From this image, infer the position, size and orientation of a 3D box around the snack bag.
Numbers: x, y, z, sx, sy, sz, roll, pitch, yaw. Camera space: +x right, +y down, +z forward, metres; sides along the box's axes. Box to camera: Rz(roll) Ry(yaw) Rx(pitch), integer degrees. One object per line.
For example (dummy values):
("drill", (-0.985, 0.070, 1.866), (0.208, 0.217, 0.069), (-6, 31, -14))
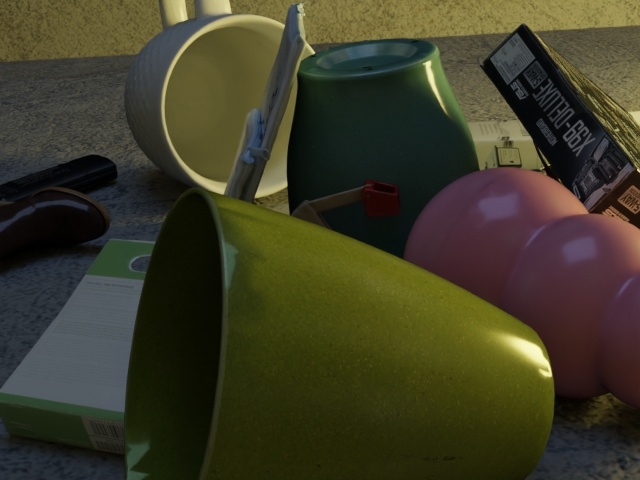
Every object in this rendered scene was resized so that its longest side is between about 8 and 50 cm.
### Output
("snack bag", (-0.085, -0.137, 1.555), (0.037, 0.343, 0.323), (18, 17, -7))

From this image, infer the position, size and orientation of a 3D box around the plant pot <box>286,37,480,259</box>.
("plant pot", (0.076, -0.118, 1.529), (0.271, 0.255, 0.272), (-7, 21, 3))

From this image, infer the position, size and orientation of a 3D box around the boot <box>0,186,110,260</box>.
("boot", (-0.425, 0.010, 1.582), (0.248, 0.090, 0.207), (2, 31, 12))

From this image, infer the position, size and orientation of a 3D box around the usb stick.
("usb stick", (-0.437, -0.085, 1.889), (0.077, 0.045, 0.278), (16, 25, 29))

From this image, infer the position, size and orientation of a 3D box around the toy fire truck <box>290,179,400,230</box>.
("toy fire truck", (0.000, 0.000, 1.414), (0.192, 0.135, 0.047), (-1, 18, 4))

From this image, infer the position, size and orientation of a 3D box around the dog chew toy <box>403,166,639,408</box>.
("dog chew toy", (0.237, 0.056, 1.134), (0.206, 0.207, 0.332), (-18, 32, -39))

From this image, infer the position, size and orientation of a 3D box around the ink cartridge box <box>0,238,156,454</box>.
("ink cartridge box", (-0.183, 0.097, 1.152), (0.171, 0.056, 0.235), (5, 40, 23))

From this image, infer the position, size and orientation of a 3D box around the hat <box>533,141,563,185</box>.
("hat", (0.288, -0.024, 1.362), (0.208, 0.184, 0.173), (12, 22, 40))

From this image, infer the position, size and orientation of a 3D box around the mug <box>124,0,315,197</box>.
("mug", (-0.183, -0.268, 1.885), (0.276, 0.374, 0.328), (-16, 16, -22))

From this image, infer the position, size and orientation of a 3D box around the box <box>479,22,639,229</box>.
("box", (0.338, -0.095, 1.381), (0.242, 0.076, 0.307), (30, 24, -36))

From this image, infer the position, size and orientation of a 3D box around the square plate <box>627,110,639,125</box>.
("square plate", (0.564, -0.153, 1.930), (0.344, 0.049, 0.347), (-4, 18, -2))

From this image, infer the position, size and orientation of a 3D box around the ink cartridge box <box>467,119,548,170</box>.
("ink cartridge box", (0.290, -0.140, 1.880), (0.190, 0.082, 0.139), (-3, 18, 4))

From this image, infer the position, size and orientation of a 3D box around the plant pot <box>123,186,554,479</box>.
("plant pot", (0.022, 0.117, 0.926), (0.293, 0.275, 0.275), (9, 14, -20))

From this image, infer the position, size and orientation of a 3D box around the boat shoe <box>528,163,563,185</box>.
("boat shoe", (0.292, -0.065, 1.670), (0.077, 0.070, 0.219), (11, 23, 35))
